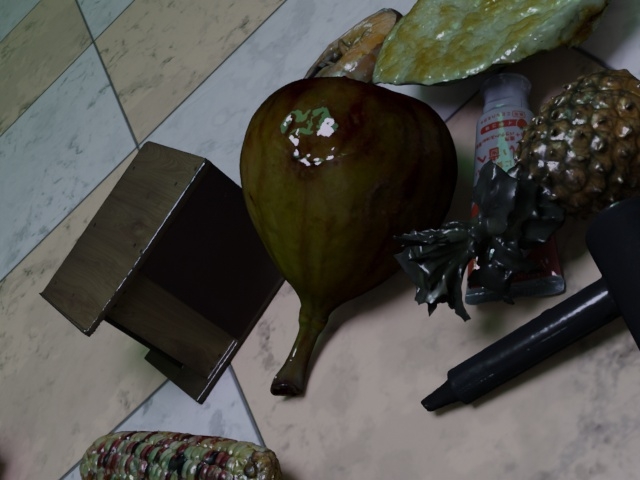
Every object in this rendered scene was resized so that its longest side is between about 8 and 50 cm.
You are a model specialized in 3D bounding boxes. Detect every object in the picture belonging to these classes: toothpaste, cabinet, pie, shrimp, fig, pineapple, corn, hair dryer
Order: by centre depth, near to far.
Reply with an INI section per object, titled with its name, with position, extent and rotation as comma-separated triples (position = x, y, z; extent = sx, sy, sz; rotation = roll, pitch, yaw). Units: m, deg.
[hair dryer]
position = 0.187, 0.086, 0.664
extent = 0.255, 0.070, 0.128
rotation = -39, 39, 23
[pineapple]
position = 0.174, -0.031, 0.698
extent = 0.251, 0.125, 0.125
rotation = -37, 38, -6
[toothpaste]
position = 0.178, -0.050, 0.790
extent = 0.089, 0.057, 0.234
rotation = -12, 59, 28
[corn]
position = -0.133, 0.229, 0.821
extent = 0.253, 0.086, 0.086
rotation = -9, 53, 37
[fig]
position = 0.000, 0.000, 0.832
extent = 0.217, 0.217, 0.321
rotation = 30, 103, 51
[pie]
position = 0.183, -0.242, 0.882
extent = 0.274, 0.105, 0.257
rotation = -18, 34, 35
[cabinet]
position = -0.166, 0.032, 0.944
extent = 0.148, 0.175, 0.215
rotation = 20, 74, 50
[shrimp]
position = 0.011, -0.204, 1.083
extent = 0.251, 0.052, 0.143
rotation = -44, 27, -7
